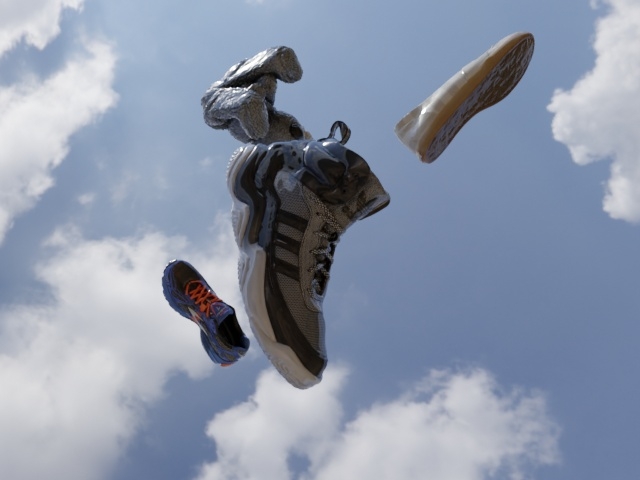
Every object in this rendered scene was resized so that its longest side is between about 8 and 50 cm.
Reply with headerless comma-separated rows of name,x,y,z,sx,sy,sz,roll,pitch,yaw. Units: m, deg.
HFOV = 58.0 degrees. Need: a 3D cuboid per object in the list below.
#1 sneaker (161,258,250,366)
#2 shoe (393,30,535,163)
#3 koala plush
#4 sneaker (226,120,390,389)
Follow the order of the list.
sneaker,-0.194,0.122,1.025,0.221,0.087,0.083,55,-131,-12
shoe,0.180,-0.188,0.716,0.219,0.058,0.077,-44,-34,-10
koala plush,-0.107,-0.231,1.149,0.221,0.203,0.196,48,-124,-36
sneaker,0.000,0.000,0.572,0.101,0.153,0.269,41,-148,-61
